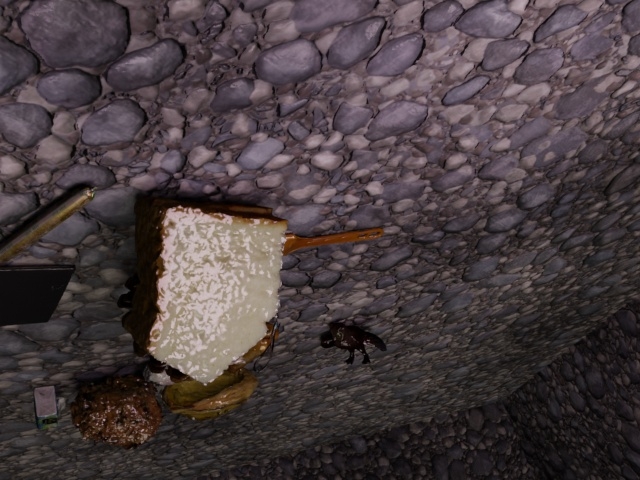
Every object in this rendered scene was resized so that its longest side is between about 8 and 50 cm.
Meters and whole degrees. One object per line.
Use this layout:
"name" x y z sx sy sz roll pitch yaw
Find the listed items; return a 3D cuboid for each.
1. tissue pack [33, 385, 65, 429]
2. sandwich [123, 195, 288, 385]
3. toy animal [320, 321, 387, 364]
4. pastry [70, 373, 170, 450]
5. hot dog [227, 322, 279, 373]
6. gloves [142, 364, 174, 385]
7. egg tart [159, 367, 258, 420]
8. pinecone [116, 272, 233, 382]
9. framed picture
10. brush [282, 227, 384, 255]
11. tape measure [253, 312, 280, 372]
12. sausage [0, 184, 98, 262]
"tissue pack" -0.733 0.452 1.807 0.079 0.085 0.111 -5 149 -25
"sandwich" -0.210 0.090 1.205 0.262 0.325 0.131 4 -175 -39
"toy animal" 0.087 0.289 2.010 0.219 0.116 0.179 -2 134 33
"pastry" -0.551 0.456 1.824 0.275 0.192 0.275 21 175 2
"hot dog" -0.196 0.287 1.827 0.249 0.076 0.102 -40 -175 44
"gloves" -0.410 0.355 1.828 0.153 0.070 0.114 -12 156 -24
"egg tart" -0.309 0.431 1.867 0.279 0.094 0.279 -6 -168 1
"pinecone" -0.286 0.158 1.370 0.247 0.246 0.292 -23 142 10
"framed picture" -0.665 0.115 1.283 0.324 0.013 0.244 1 147 -37
"brush" 0.000 0.000 1.477 0.315 0.017 0.090 -7 154 -20
"tape measure" -0.165 0.235 1.657 0.107 0.179 0.104 7 160 -41
"sausage" -0.472 -0.026 1.130 0.269 0.032 0.033 -30 150 22
